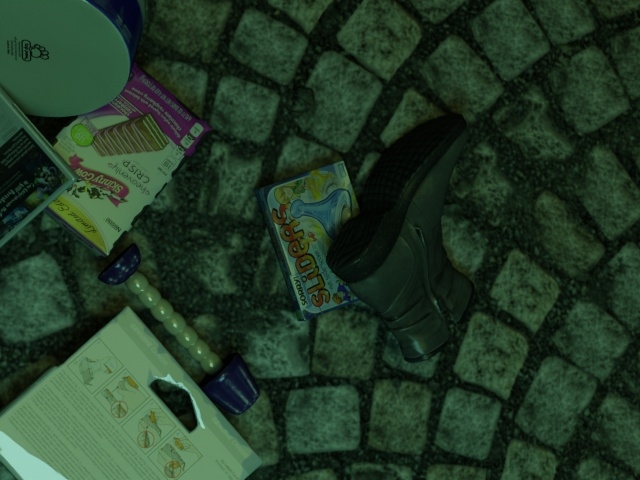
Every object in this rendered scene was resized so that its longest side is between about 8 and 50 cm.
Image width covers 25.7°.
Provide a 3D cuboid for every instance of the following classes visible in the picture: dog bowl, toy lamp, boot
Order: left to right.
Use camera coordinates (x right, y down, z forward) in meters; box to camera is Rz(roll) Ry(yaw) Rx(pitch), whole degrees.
[{"bbox_3d":[-0.363,-0.280,1.799,0.264,0.265,0.104,18,54,-16],"label":"dog bowl"},{"bbox_3d":[-0.191,0.129,1.933,0.275,0.080,0.080,46,74,-8],"label":"toy lamp"},{"bbox_3d":[0.155,-0.004,2.048,0.223,0.118,0.338,49,62,-26],"label":"boot"}]

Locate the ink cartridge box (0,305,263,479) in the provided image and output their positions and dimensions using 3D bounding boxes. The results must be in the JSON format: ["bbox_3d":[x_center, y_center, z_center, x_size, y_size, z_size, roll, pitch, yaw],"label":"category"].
[{"bbox_3d":[-0.269,0.282,1.900,0.261,0.066,0.296,-42,100,-16],"label":"ink cartridge box"}]

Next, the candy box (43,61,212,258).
[{"bbox_3d":[-0.284,-0.114,1.921,0.159,0.071,0.233,40,76,-11],"label":"candy box"}]

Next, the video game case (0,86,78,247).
[{"bbox_3d":[-0.441,-0.088,1.841,0.190,0.022,0.173,-39,95,15],"label":"video game case"}]

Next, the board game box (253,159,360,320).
[{"bbox_3d":[0.000,0.000,2.025,0.136,0.035,0.201,-20,93,-18],"label":"board game box"}]
